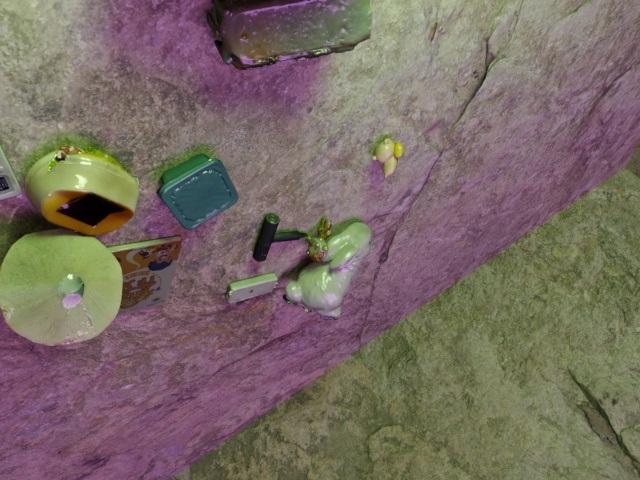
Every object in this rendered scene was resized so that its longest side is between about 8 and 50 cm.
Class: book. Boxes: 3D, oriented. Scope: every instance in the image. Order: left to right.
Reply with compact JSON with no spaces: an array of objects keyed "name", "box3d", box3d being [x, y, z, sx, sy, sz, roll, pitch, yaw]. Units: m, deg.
[{"name":"book","box3d":[-0.495,0.106,1.292,0.207,0.020,0.296,-13,145,-36]}]

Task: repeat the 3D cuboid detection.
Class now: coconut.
[{"name":"coconut","box3d":[-0.534,0.098,0.993,0.239,0.240,0.244,-15,180,-32]}]

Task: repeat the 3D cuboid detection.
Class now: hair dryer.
[{"name":"hair dryer","box3d":[-0.107,-0.025,1.483,0.194,0.050,0.173,-18,149,-36]}]

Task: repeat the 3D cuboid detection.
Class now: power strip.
[{"name":"power strip","box3d":[-0.234,0.162,1.638,0.191,0.035,0.082,-12,145,-35]}]

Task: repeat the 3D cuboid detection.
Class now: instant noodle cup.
[{"name":"instant noodle cup","box3d":[-0.286,-0.120,1.114,0.157,0.070,0.179,-31,151,-9]}]

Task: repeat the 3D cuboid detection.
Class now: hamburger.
[{"name":"hamburger","box3d":[-0.455,-0.096,0.937,0.172,0.116,0.210,-32,157,12]}]

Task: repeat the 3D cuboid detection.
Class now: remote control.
[{"name":"remote control","box3d":[-0.584,-0.137,0.815,0.087,0.029,0.190,-20,148,-25]}]

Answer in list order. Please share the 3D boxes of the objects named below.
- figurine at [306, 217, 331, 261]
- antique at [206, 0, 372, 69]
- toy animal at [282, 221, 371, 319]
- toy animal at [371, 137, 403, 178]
[{"name":"figurine","box3d":[-0.003,-0.003,1.576,0.068,0.144,0.101,6,174,-42]},{"name":"antique","box3d":[-0.059,-0.407,0.870,0.283,0.150,0.125,-19,145,-10]},{"name":"toy animal","box3d":[0.049,0.093,1.695,0.257,0.194,0.358,5,122,-46]},{"name":"toy animal","box3d":[0.191,-0.252,1.424,0.081,0.091,0.115,8,123,-14]}]
